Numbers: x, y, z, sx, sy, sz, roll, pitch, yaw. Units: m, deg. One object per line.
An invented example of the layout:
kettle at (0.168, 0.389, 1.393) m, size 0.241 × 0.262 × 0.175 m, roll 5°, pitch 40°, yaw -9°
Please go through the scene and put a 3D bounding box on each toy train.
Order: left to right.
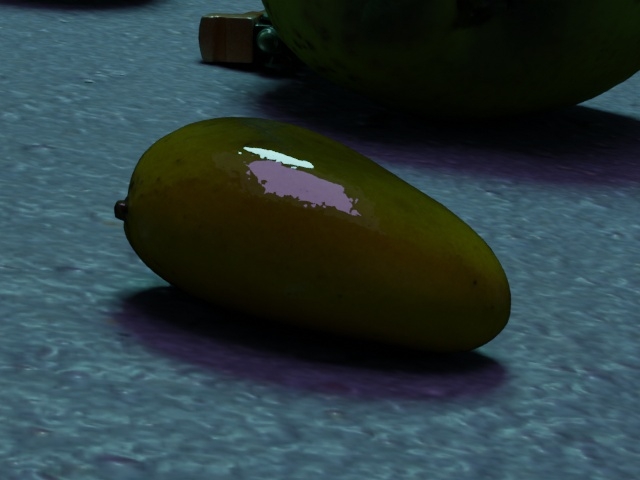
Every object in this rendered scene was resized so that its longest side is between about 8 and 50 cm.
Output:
toy train at (-0.038, -0.140, 1.346) m, size 0.064 × 0.044 × 0.103 m, roll 2°, pitch 13°, yaw 14°

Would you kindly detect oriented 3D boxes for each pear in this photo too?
pear at (0.083, -0.163, 1.246) m, size 0.286 × 0.176 × 0.282 m, roll 28°, pitch 24°, yaw 3°

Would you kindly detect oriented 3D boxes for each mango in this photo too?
mango at (0.000, 0.000, 0.792) m, size 0.161 × 0.076 × 0.103 m, roll 21°, pitch 11°, yaw 10°
